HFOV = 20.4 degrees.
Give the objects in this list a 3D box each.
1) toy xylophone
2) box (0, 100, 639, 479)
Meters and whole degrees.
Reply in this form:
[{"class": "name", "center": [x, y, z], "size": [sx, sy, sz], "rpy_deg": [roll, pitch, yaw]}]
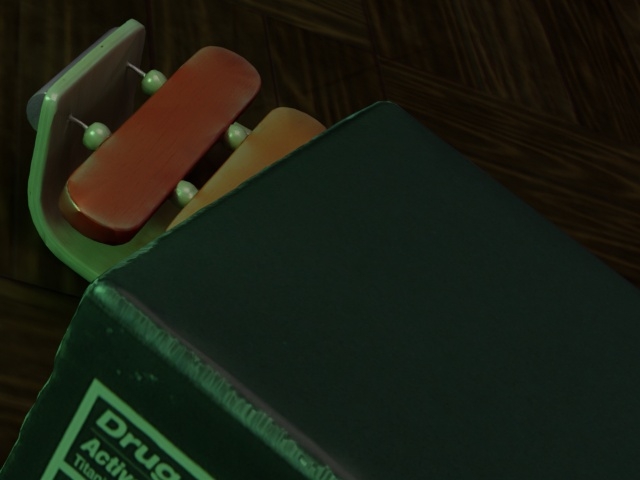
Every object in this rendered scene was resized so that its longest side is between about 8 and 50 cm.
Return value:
[{"class": "toy xylophone", "center": [0.000, 0.000, 0.929], "size": [0.323, 0.081, 0.236], "rpy_deg": [28, 32, -5]}, {"class": "box", "center": [0.033, 0.172, 0.530], "size": [0.296, 0.294, 0.183], "rpy_deg": [38, 33, 10]}]
